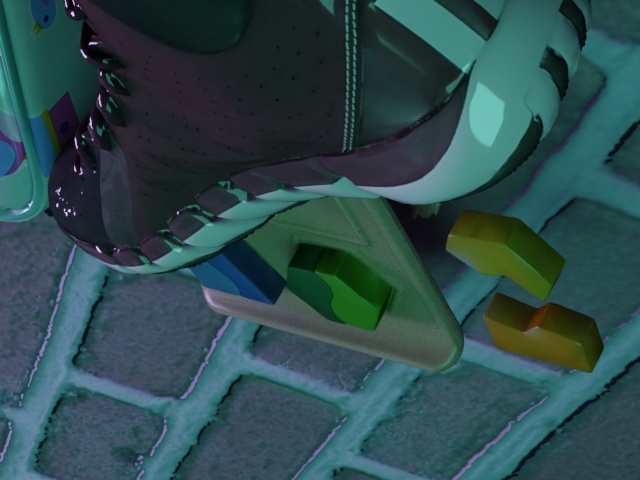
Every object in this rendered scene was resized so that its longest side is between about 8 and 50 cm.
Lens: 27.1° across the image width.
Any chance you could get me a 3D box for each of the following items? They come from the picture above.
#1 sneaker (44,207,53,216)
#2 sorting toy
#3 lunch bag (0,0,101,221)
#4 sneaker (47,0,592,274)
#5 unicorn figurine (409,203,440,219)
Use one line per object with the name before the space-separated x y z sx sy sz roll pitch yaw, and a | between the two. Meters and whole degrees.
sneaker | -0.098 -0.041 0.716 0.188 0.067 0.078 1 115 45
sorting toy | 0.000 0.000 0.766 0.307 0.041 0.229 13 147 35
lunch bag | -0.223 -0.127 0.625 0.279 0.108 0.224 15 133 25
sneaker | -0.058 -0.077 0.455 0.162 0.106 0.281 34 151 -29
unicorn figurine | 0.031 -0.074 0.737 0.162 0.060 0.111 23 139 -38
